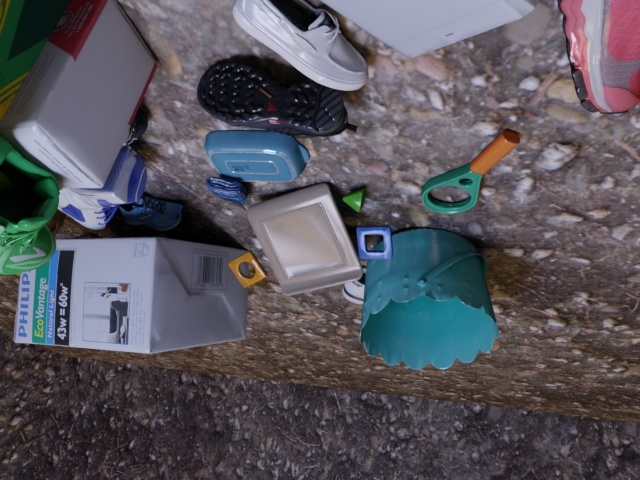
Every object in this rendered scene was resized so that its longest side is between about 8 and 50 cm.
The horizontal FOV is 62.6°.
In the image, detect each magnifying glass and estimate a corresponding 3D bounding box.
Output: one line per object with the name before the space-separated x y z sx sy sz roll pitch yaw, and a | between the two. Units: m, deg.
magnifying glass | 0.238 -0.102 0.845 0.092 0.026 0.231 16 152 -10

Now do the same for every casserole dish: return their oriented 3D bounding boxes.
casserole dish | -0.113 -0.138 0.899 0.189 0.037 0.114 4 152 16

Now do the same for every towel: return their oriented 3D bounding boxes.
towel | -0.171 -0.091 0.974 0.067 0.029 0.119 13 177 1

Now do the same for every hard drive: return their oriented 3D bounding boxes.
hard drive | 0.021 -0.278 0.480 0.308 0.040 0.203 24 177 -24

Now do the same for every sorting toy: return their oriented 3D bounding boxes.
sorting toy | -0.028 -0.001 1.016 0.348 0.047 0.196 -15 106 24

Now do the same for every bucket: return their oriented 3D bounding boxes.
bucket | 0.212 0.119 1.062 0.281 0.183 0.281 3 142 3

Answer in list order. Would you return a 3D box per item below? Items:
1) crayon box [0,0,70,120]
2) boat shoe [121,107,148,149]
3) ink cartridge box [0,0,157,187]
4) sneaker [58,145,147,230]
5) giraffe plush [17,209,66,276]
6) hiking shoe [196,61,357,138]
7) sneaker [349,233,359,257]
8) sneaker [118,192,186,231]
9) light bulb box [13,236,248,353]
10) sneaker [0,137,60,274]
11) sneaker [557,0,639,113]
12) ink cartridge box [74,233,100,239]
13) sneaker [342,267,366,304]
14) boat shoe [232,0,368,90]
crayon box | -0.454 -0.258 0.483 0.363 0.313 0.106 16 153 -9
boat shoe | -0.436 -0.179 0.868 0.340 0.113 0.127 -10 105 20
ink cartridge box | -0.406 -0.190 0.699 0.306 0.226 0.131 1 152 21
sneaker | -0.430 -0.105 1.012 0.316 0.127 0.182 5 157 28
giraffe plush | -0.710 -0.043 1.222 0.170 0.181 0.210 34 -178 -19
hiking shoe | -0.065 -0.180 0.734 0.227 0.086 0.114 19 178 20
sneaker | 0.000 0.000 1.095 0.188 0.066 0.071 21 169 -5
sneaker | -0.362 -0.064 1.113 0.162 0.063 0.073 2 149 17
light bulb box | -0.406 0.119 1.190 0.361 0.225 0.358 0 174 22
sneaker | -0.376 -0.029 0.629 0.124 0.109 0.295 16 154 -1
sneaker | 0.287 -0.229 0.473 0.136 0.115 0.314 -9 147 32
ink cartridge box | -0.603 0.083 1.470 0.193 0.088 0.235 -13 145 38
sneaker | 0.170 0.115 1.241 0.235 0.090 0.094 9 139 -2
boat shoe | -0.011 -0.247 0.623 0.184 0.066 0.063 32 149 -18
